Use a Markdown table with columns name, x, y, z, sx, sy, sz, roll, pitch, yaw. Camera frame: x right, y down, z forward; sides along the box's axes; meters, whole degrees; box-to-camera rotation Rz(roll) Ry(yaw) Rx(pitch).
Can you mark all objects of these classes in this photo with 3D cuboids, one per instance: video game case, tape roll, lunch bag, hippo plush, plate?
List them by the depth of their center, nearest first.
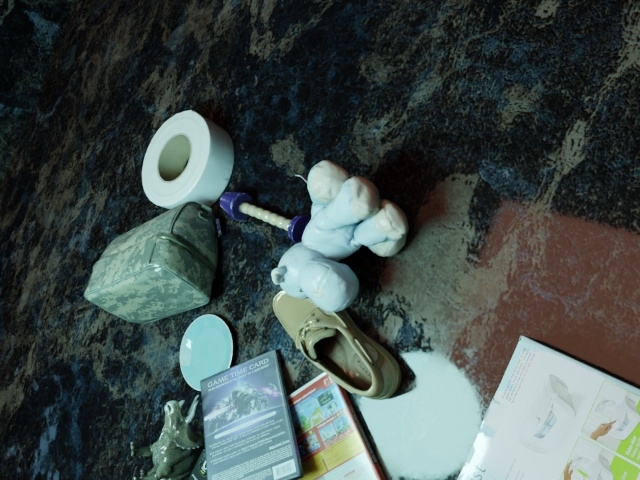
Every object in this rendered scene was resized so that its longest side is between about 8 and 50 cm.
| name | x | y | z | sx | sy | sz | roll | pitch | yaw |
| --- | --- | --- | --- | --- | --- | --- | --- | --- | --- |
| hippo plush | 0.000 | 0.000 | 0.887 | 0.294 | 0.234 | 0.237 | 27 | 76 | 34 |
| video game case | 0.009 | 0.435 | 0.918 | 0.204 | 0.025 | 0.285 | -39 | 59 | 20 |
| video game case | -0.155 | 0.388 | 0.967 | 0.196 | 0.026 | 0.274 | -24 | 48 | 6 |
| plate | -0.285 | 0.283 | 1.159 | 0.188 | 0.024 | 0.188 | -10 | 71 | 31 |
| lunch bag | -0.421 | 0.048 | 1.203 | 0.305 | 0.212 | 0.256 | -21 | 50 | 25 |
| tape roll | -0.384 | -0.222 | 1.319 | 0.286 | 0.100 | 0.286 | -10 | 72 | 32 |

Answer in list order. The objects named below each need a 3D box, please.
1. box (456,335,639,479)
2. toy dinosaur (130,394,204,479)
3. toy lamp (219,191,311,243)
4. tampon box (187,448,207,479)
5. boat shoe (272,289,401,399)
| name | x | y | z | sx | sy | sz | roll | pitch | yaw |
| --- | --- | --- | --- | --- | --- | --- | --- | --- | --- |
| box | 0.356 | 0.306 | 0.656 | 0.231 | 0.126 | 0.262 | 23 | 91 | 37 |
| toy dinosaur | -0.327 | 0.494 | 1.025 | 0.121 | 0.160 | 0.314 | -121 | 26 | -45 |
| toy lamp | -0.145 | -0.065 | 1.126 | 0.274 | 0.080 | 0.080 | 20 | 89 | 37 |
| tampon box | -0.218 | 0.551 | 0.991 | 0.120 | 0.101 | 0.161 | 28 | 93 | 36 |
| boat shoe | 0.009 | 0.191 | 0.931 | 0.341 | 0.110 | 0.122 | 31 | 95 | 36 |
